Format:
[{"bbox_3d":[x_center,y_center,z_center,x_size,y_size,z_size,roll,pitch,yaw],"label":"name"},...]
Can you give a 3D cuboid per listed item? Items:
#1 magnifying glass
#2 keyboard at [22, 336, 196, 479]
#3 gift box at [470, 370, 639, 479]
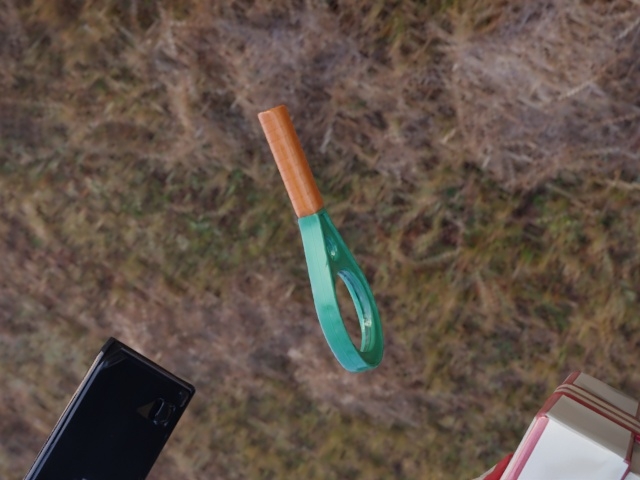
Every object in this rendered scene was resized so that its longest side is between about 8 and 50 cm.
[{"bbox_3d":[0.000,0.000,0.941,0.026,0.092,0.231,-17,98,21],"label":"magnifying glass"},{"bbox_3d":[-0.128,0.145,0.596,0.023,0.180,0.108,23,167,36],"label":"keyboard"},{"bbox_3d":[0.149,0.236,0.606,0.258,0.276,0.255,30,-178,16],"label":"gift box"}]
